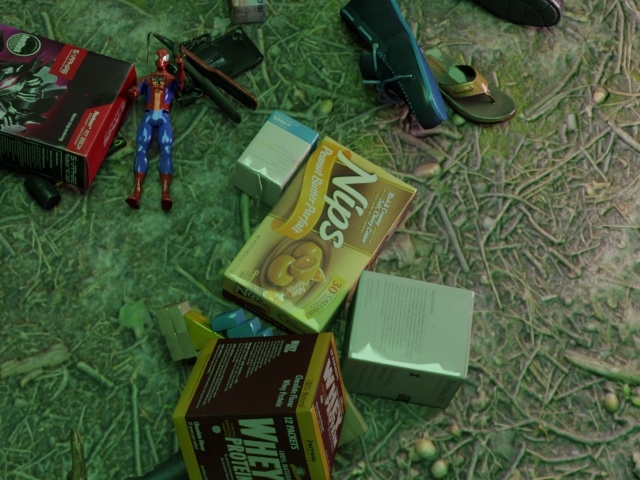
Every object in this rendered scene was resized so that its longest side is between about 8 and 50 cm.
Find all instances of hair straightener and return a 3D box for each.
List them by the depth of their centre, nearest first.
[{"bbox_3d":[-0.222,-0.280,2.028,0.230,0.047,0.089,40,67,5],"label":"hair straightener"}]

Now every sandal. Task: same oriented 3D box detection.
[{"bbox_3d":[0.259,-0.290,2.111,0.219,0.060,0.090,43,67,13],"label":"sandal"}]

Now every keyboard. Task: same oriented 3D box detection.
[{"bbox_3d":[-0.201,-0.323,2.088,0.180,0.023,0.108,-33,79,-21],"label":"keyboard"}]

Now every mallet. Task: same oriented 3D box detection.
[{"bbox_3d":[-0.412,-0.127,1.960,0.062,0.039,0.190,39,61,14],"label":"mallet"}]

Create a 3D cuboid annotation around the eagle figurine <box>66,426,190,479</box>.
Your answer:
[{"bbox_3d":[-0.216,0.397,1.669,0.298,0.225,0.226,7,104,-37],"label":"eagle figurine"}]

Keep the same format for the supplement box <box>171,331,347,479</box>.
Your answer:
[{"bbox_3d":[-0.078,0.237,1.631,0.194,0.129,0.191,-5,28,13],"label":"supplement box"}]

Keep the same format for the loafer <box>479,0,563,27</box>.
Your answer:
[{"bbox_3d":[0.322,-0.499,2.200,0.303,0.109,0.095,21,59,6],"label":"loafer"}]

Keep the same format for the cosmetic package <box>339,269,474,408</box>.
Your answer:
[{"bbox_3d":[0.132,0.157,1.826,0.184,0.151,0.151,11,64,-1],"label":"cosmetic package"}]

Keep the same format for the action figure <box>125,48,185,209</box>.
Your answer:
[{"bbox_3d":[-0.275,-0.205,1.934,0.092,0.139,0.280,2,71,-3],"label":"action figure"}]

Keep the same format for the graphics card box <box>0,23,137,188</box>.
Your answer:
[{"bbox_3d":[-0.520,-0.244,1.947,0.371,0.094,0.232,17,53,2],"label":"graphics card box"}]

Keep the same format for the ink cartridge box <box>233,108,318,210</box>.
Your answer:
[{"bbox_3d":[-0.080,-0.129,1.969,0.090,0.092,0.143,31,64,8],"label":"ink cartridge box"}]

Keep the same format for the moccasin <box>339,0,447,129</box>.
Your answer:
[{"bbox_3d":[0.127,-0.313,2.079,0.117,0.137,0.342,-26,49,8],"label":"moccasin"}]

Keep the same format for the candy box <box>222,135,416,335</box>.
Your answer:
[{"bbox_3d":[0.000,0.000,1.919,0.183,0.087,0.316,32,64,8],"label":"candy box"}]

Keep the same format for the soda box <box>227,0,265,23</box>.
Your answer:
[{"bbox_3d":[-0.146,-0.491,2.156,0.063,0.058,0.183,-5,66,-10],"label":"soda box"}]

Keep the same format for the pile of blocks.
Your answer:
[{"bbox_3d":[-0.079,0.186,1.796,0.362,0.112,0.149,36,104,5],"label":"pile of blocks"}]
